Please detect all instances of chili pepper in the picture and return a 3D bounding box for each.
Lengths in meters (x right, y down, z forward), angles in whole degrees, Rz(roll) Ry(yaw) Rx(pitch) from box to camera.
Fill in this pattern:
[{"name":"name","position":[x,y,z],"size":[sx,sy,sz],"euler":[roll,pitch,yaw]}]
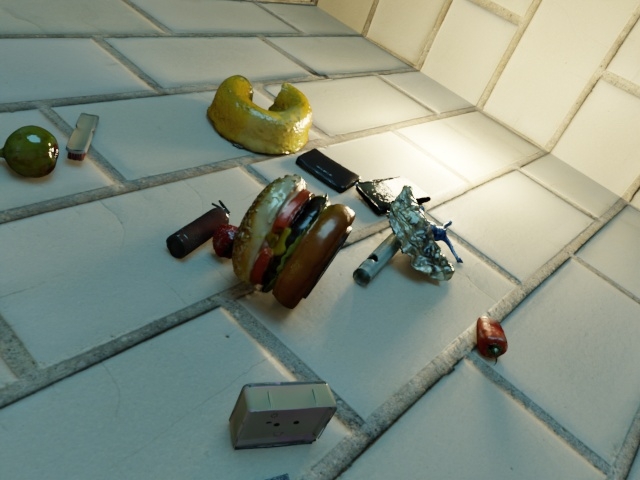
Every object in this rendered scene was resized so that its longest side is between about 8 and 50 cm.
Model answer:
[{"name":"chili pepper","position":[0.504,0.302,1.620],"size":[0.086,0.084,0.192],"euler":[-6,29,15]}]

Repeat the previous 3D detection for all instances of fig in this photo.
[{"name":"fig","position":[-0.863,-0.239,1.537],"size":[0.245,0.149,0.149],"euler":[-8,42,-9]}]

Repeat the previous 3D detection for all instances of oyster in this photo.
[{"name":"oyster","position":[0.330,-0.020,1.847],"size":[0.238,0.115,0.351],"euler":[0,69,-64]}]

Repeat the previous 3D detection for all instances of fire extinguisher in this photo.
[{"name":"fire extinguisher","position":[-0.339,-0.043,1.589],"size":[0.089,0.072,0.268],"euler":[36,36,7]}]

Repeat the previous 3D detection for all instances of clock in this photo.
[{"name":"clock","position":[-0.079,0.361,1.147],"size":[0.192,0.147,0.071],"euler":[4,40,-25]}]

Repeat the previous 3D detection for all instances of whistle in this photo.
[{"name":"whistle","position":[0.196,0.051,1.787],"size":[0.062,0.062,0.312],"euler":[33,36,13]}]

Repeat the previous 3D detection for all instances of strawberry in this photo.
[{"name":"strawberry","position":[-0.264,-0.001,1.561],"size":[0.106,0.106,0.106],"euler":[16,36,-12]}]

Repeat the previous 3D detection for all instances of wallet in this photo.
[{"name":"wallet","position":[0.279,-0.182,2.155],"size":[0.318,0.045,0.172],"euler":[-16,54,-43]},{"name":"wallet","position":[0.033,-0.270,2.132],"size":[0.250,0.044,0.149],"euler":[36,41,17]}]

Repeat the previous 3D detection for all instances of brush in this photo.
[{"name":"brush","position":[-0.758,-0.334,1.763],"size":[0.060,0.050,0.321],"euler":[7,31,-18]}]

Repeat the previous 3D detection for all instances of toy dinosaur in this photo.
[{"name":"toy dinosaur","position":[0.399,-0.046,2.023],"size":[0.329,0.076,0.144],"euler":[36,42,0]}]

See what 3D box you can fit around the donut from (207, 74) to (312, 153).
[{"name":"donut","position":[-0.212,-0.501,2.189],"size":[0.435,0.163,0.377],"euler":[2,41,-29]}]

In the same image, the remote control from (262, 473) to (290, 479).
[{"name":"remote control","position":[-0.102,0.485,1.084],"size":[0.091,0.016,0.034],"euler":[-1,58,-30]}]

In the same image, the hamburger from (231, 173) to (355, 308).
[{"name":"hamburger","position":[-0.083,0.000,1.468],"size":[0.250,0.330,0.330],"euler":[35,36,4]}]
